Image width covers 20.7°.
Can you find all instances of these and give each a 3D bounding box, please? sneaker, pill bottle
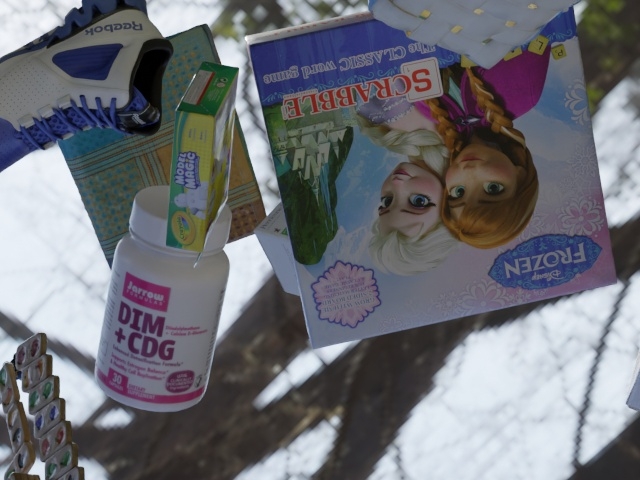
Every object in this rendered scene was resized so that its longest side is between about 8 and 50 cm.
[{"bbox_3d":[-0.314,-0.188,2.297,0.182,0.315,0.127,45,174,30],"label":"sneaker"},{"bbox_3d":[-0.213,0.078,2.418,0.160,0.283,0.160,10,-158,-4],"label":"pill bottle"}]

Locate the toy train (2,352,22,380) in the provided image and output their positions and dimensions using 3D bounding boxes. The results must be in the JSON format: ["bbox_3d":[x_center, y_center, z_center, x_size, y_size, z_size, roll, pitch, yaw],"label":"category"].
[{"bbox_3d":[-0.412,0.188,2.231,0.036,0.027,0.158,58,-136,-12],"label":"toy train"}]

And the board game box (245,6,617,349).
[{"bbox_3d":[0.112,-0.078,1.738,0.066,0.319,0.318,-106,4,-74],"label":"board game box"}]

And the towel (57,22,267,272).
[{"bbox_3d":[-0.248,-0.130,2.678,0.040,0.271,0.370,-115,7,-58],"label":"towel"}]

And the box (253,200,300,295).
[{"bbox_3d":[0.000,0.000,1.993,0.087,0.101,0.102,14,142,43],"label":"box"}]

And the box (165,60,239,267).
[{"bbox_3d":[-0.115,-0.071,1.699,0.043,0.179,0.105,10,-146,7],"label":"box"}]

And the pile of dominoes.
[{"bbox_3d":[-0.325,0.224,1.828,0.040,0.196,0.251,14,-144,-34],"label":"pile of dominoes"}]

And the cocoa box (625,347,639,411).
[{"bbox_3d":[0.494,0.046,1.911,0.228,0.347,0.231,17,-122,9],"label":"cocoa box"}]

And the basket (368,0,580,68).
[{"bbox_3d":[0.152,-0.312,1.427,0.201,0.255,0.289,26,-124,-19],"label":"basket"}]
